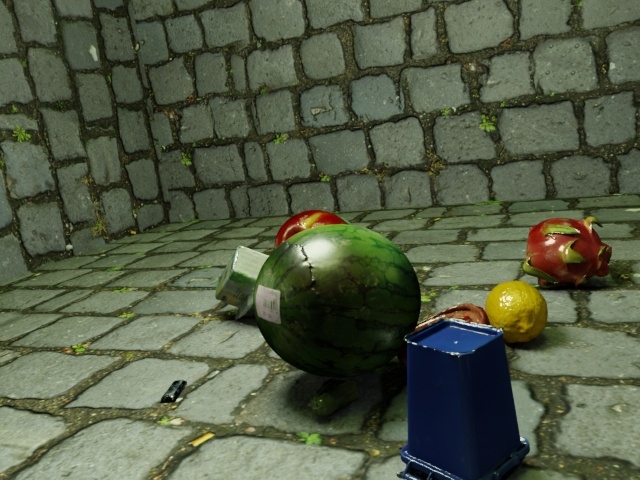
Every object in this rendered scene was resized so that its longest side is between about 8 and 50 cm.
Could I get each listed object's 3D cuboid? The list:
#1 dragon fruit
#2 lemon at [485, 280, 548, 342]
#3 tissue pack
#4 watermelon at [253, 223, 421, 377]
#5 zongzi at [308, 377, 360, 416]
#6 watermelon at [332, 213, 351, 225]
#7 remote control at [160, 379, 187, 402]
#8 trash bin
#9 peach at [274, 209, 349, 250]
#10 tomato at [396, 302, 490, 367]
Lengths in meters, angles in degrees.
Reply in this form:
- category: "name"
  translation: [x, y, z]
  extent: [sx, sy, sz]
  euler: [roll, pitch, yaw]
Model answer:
- category: "dragon fruit"
  translation: [0.711, 0.037, 1.664]
  extent: [0.227, 0.224, 0.224]
  euler: [5, 17, 39]
- category: "lemon"
  translation: [0.461, 0.165, 1.361]
  extent: [0.142, 0.142, 0.187]
  euler: [-8, 14, 2]
- category: "tissue pack"
  translation: [-0.218, 0.144, 1.719]
  extent: [0.159, 0.145, 0.229]
  euler: [21, -34, -14]
- category: "watermelon"
  translation: [0.037, 0.127, 1.229]
  extent: [0.363, 0.363, 0.363]
  euler: [-8, 12, 2]
- category: "zongzi"
  translation: [0.004, 0.318, 1.168]
  extent: [0.109, 0.055, 0.119]
  euler: [-17, 4, -37]
- category: "watermelon"
  translation: [0.045, 0.013, 2.336]
  extent: [0.176, 0.256, 0.260]
  euler: [35, -18, -25]
- category: "remote control"
  translation: [-0.341, 0.348, 1.335]
  extent: [0.039, 0.014, 0.096]
  euler: [-7, 11, 7]
- category: "trash bin"
  translation: [0.207, 0.254, 0.880]
  extent: [0.184, 0.234, 0.162]
  euler: [-17, 16, -39]
- category: "peach"
  translation: [0.000, 0.000, 1.815]
  extent: [0.257, 0.201, 0.361]
  euler: [-19, -6, 28]
- category: "tomato"
  translation: [0.277, 0.235, 1.265]
  extent: [0.228, 0.101, 0.228]
  euler: [-22, 11, 4]
